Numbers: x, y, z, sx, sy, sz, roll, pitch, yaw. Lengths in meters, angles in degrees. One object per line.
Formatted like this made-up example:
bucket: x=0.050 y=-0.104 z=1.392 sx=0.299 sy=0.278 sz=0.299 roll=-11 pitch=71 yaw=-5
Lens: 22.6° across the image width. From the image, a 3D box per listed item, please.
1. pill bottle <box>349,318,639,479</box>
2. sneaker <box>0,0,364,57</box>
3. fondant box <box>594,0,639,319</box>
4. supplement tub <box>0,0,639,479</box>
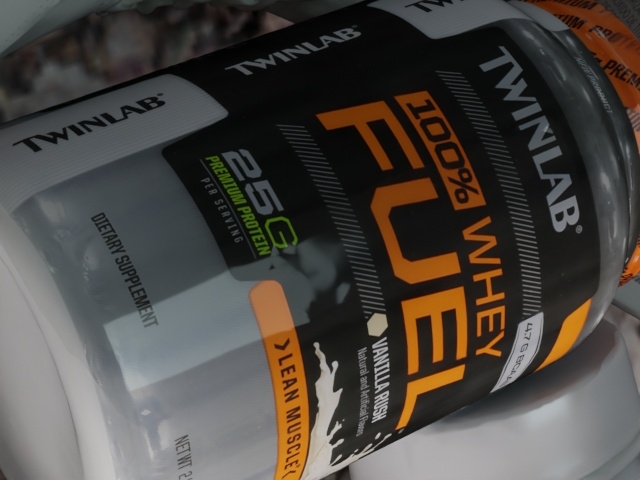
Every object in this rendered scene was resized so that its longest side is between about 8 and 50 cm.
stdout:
pill bottle: x=0.077 y=0.141 z=0.509 sx=0.124 sy=0.124 sz=0.221 roll=-25 pitch=107 yaw=-36
sneaker: x=-0.022 y=-0.096 z=0.451 sx=0.232 sy=0.090 sz=0.115 roll=-42 pitch=119 yaw=-30
fondant box: x=0.258 y=-0.078 z=0.545 sx=0.238 sy=0.096 sz=0.330 roll=28 pitch=118 yaw=-35
supplement tub: x=0.000 y=0.000 z=0.433 sx=0.190 sy=0.117 sz=0.117 roll=-23 pitch=105 yaw=-27
